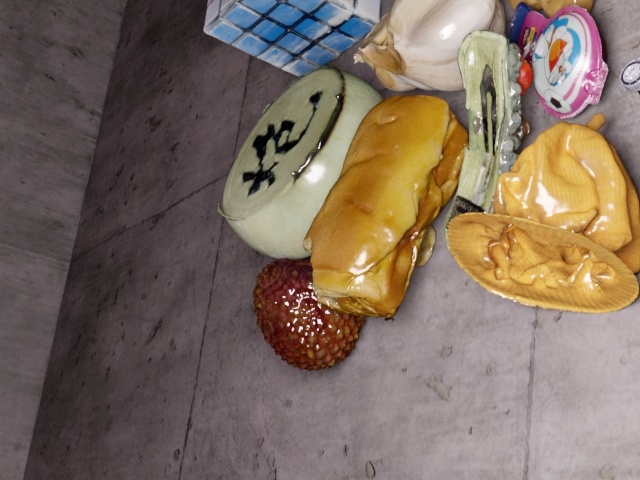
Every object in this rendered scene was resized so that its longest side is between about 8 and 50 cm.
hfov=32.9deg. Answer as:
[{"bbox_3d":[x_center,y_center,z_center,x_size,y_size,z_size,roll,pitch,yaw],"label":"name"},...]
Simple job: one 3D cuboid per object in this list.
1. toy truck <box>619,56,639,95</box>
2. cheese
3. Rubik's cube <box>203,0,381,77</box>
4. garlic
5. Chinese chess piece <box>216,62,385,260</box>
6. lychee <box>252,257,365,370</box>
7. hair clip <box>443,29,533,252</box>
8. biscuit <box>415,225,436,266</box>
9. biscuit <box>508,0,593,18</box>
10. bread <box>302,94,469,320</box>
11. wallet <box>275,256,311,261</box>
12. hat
[{"bbox_3d":[0.435,-0.144,1.216,0.116,0.110,0.216,-39,39,24],"label":"toy truck"},{"bbox_3d":[0.320,-0.258,1.495,0.244,0.062,0.155,-124,41,-52],"label":"cheese"},{"bbox_3d":[-0.048,-0.507,2.097,0.259,0.256,0.253,-31,47,48],"label":"Rubik's cube"},{"bbox_3d":[0.191,-0.322,1.678,0.203,0.185,0.281,-52,5,-13],"label":"garlic"},{"bbox_3d":[-0.025,-0.135,1.876,0.349,0.146,0.349,-40,28,27],"label":"Chinese chess piece"},{"bbox_3d":[-0.016,0.120,1.760,0.188,0.188,0.188,-37,43,45],"label":"lychee"},{"bbox_3d":[0.245,-0.130,1.521,0.138,0.091,0.321,-143,54,-60],"label":"hair clip"},{"bbox_3d":[0.138,0.004,1.720,0.147,0.018,0.071,10,81,60],"label":"biscuit"},{"bbox_3d":[0.324,-0.485,1.513,0.275,0.052,0.355,-135,41,-57],"label":"biscuit"},{"bbox_3d":[0.091,-0.054,1.624,0.195,0.149,0.344,-2,56,54],"label":"bread"},{"bbox_3d":[0.000,0.000,1.919,0.202,0.059,0.141,-11,57,55],"label":"wallet"},{"bbox_3d":[0.306,-0.060,1.346,0.233,0.233,0.244,-62,-5,-21],"label":"hat"}]
